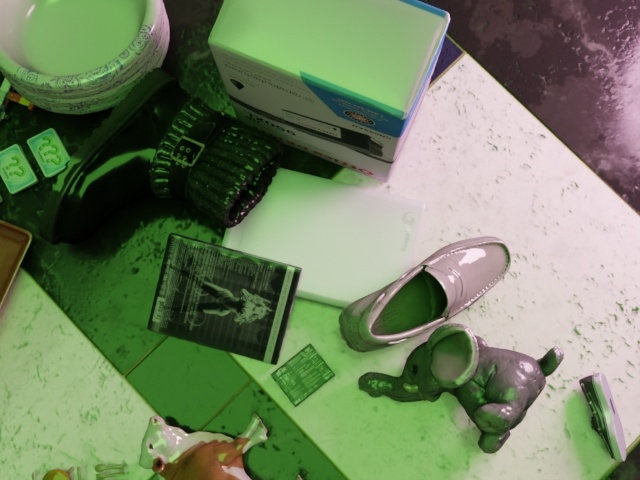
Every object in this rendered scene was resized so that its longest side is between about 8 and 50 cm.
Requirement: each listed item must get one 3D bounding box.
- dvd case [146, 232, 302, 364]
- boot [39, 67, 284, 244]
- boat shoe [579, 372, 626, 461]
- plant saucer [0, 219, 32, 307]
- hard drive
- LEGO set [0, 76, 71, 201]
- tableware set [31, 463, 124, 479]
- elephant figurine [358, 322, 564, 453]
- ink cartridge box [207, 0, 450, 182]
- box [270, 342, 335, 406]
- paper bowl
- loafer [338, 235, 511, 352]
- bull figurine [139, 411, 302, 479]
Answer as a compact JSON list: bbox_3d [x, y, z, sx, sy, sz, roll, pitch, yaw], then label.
[{"bbox_3d":[-0.156,0.094,1.464,0.221,0.018,0.165,15,99,3],"label":"dvd case"},{"bbox_3d":[-0.248,-0.081,1.427,0.260,0.131,0.348,36,82,7],"label":"boot"},{"bbox_3d":[0.449,0.282,1.443,0.040,0.049,0.142,-19,80,30],"label":"boat shoe"},{"bbox_3d":[-0.630,0.065,1.479,0.258,0.048,0.259,21,79,4],"label":"plant saucer"},{"bbox_3d":[0.000,0.000,1.495,0.307,0.040,0.203,13,80,3],"label":"hard drive"},{"bbox_3d":[-0.553,-0.194,1.524,0.182,0.060,0.244,-28,80,-9],"label":"LEGO set"},{"bbox_3d":[-0.376,0.407,1.429,0.154,0.024,0.104,-6,83,-2],"label":"tableware set"},{"bbox_3d":[0.210,0.202,1.409,0.239,0.169,0.186,37,52,22],"label":"elephant figurine"},{"bbox_3d":[0.013,-0.245,1.363,0.285,0.395,0.166,22,82,4],"label":"ink cartridge box"},{"bbox_3d":[-0.028,0.217,1.464,0.083,0.018,0.067,-39,82,-7],"label":"box"},{"bbox_3d":[-0.390,-0.337,1.490,0.284,0.148,0.284,-1,69,2],"label":"paper bowl"},{"bbox_3d":[0.179,0.083,1.415,0.319,0.111,0.112,-29,97,-21],"label":"loafer"},{"bbox_3d":[-0.137,0.373,1.386,0.188,0.101,0.310,-36,74,-8],"label":"bull figurine"}]
